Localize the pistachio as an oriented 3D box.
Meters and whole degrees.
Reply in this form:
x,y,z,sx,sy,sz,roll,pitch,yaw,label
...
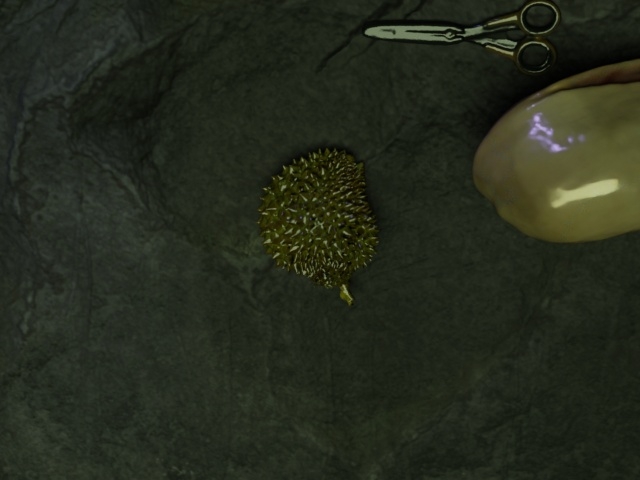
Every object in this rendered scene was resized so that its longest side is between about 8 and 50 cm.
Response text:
x,y,z,sx,sy,sz,roll,pitch,yaw,label
0.313,-0.097,1.199,0.299,0.187,0.187,-18,114,7,pistachio

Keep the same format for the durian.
x,y,z,sx,sy,sz,roll,pitch,yaw,label
0.000,0.000,1.340,0.147,0.102,0.208,-14,119,8,durian

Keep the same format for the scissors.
x,y,z,sx,sy,sz,roll,pitch,yaw,label
0.156,-0.231,1.243,0.220,0.017,0.088,4,119,6,scissors
